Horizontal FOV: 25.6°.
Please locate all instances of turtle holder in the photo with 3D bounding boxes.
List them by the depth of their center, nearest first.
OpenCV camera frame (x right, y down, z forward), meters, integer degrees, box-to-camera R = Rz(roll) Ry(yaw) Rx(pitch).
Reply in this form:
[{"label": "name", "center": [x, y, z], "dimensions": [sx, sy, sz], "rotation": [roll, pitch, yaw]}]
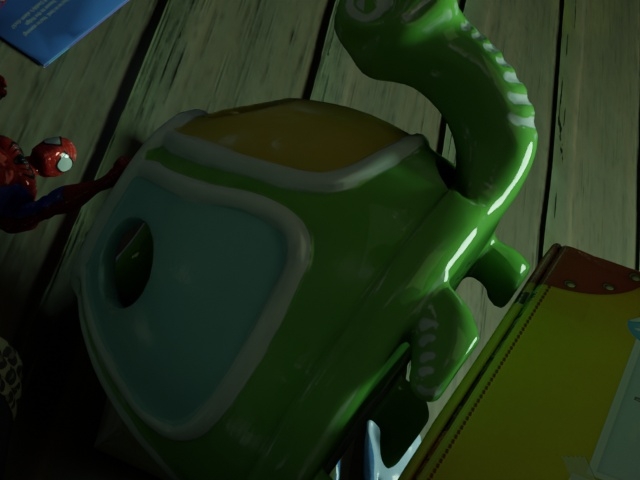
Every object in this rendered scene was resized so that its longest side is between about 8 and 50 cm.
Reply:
[{"label": "turtle holder", "center": [-0.011, 0.013, 0.834], "dimensions": [0.227, 0.320, 0.243], "rotation": [34, 44, 9]}]

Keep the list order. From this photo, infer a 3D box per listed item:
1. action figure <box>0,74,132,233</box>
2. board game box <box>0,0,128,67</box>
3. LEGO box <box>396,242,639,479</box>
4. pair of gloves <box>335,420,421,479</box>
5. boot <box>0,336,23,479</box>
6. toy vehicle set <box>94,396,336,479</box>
[{"label": "action figure", "center": [-0.213, -0.040, 0.832], "dimensions": [0.091, 0.139, 0.280], "rotation": [62, 29, 0]}, {"label": "board game box", "center": [-0.157, -0.277, 0.883], "dimensions": [0.233, 0.347, 0.078], "rotation": [34, 43, -33]}, {"label": "LEGO box", "center": [0.204, 0.242, 0.742], "dimensions": [0.372, 0.193, 0.500], "rotation": [21, 33, 16]}, {"label": "pair of gloves", "center": [0.020, 0.165, 1.075], "dimensions": [0.198, 0.023, 0.159], "rotation": [16, 55, -42]}, {"label": "boot", "center": [-0.252, 0.107, 0.735], "dimensions": [0.236, 0.085, 0.178], "rotation": [36, 40, -40]}, {"label": "toy vehicle set", "center": [-0.054, 0.065, 1.017], "dimensions": [0.166, 0.035, 0.267], "rotation": [30, 45, -21]}]
